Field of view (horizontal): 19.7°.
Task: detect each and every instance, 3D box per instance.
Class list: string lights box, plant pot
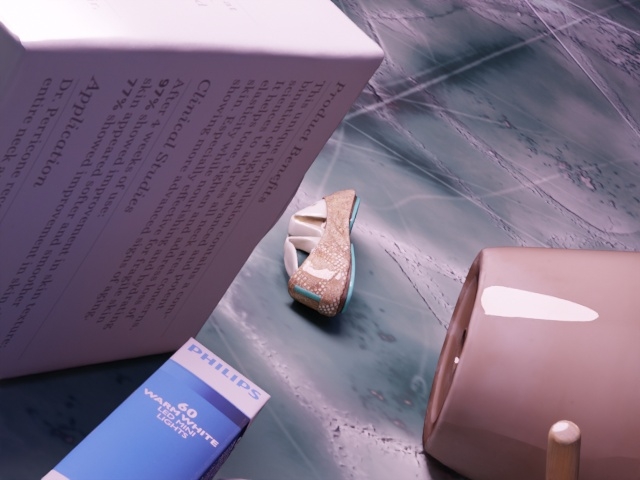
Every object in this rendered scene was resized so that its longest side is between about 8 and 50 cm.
[{"bbox_3d":[-0.135,0.178,1.226,0.077,0.133,0.259,36,25,4],"label":"string lights box"},{"bbox_3d":[0.249,0.132,1.614,0.280,0.323,0.323,17,27,0],"label":"plant pot"}]

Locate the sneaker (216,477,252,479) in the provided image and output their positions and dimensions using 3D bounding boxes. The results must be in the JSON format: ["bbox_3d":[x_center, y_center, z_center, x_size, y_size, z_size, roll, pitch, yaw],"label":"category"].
[{"bbox_3d":[0.020,0.297,1.214,0.148,0.131,0.350,16,32,-29],"label":"sneaker"}]

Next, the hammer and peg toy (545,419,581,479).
[{"bbox_3d":[0.131,0.300,1.188,0.127,0.266,0.361,-9,36,4],"label":"hammer and peg toy"}]

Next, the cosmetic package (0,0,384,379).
[{"bbox_3d":[-0.240,-0.117,1.379,0.327,0.329,0.394,47,28,24],"label":"cosmetic package"}]

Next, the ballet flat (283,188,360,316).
[{"bbox_3d":[0.000,0.000,1.766,0.067,0.073,0.206,16,25,-6],"label":"ballet flat"}]
